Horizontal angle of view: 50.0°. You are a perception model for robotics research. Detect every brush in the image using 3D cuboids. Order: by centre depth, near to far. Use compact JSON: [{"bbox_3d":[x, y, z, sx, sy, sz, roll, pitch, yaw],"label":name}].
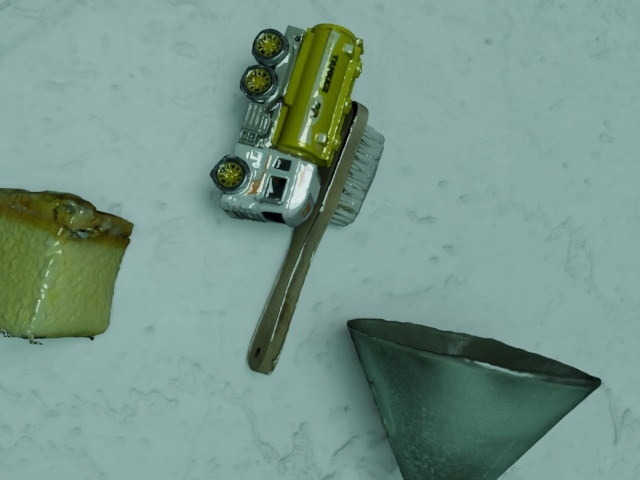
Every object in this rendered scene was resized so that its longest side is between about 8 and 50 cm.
[{"bbox_3d":[0.000,0.000,0.787,0.065,0.070,0.327,24,82,-26],"label":"brush"}]

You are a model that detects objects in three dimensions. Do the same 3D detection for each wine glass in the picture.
[{"bbox_3d":[0.111,0.300,0.716,0.267,0.267,0.405,14,88,-17],"label":"wine glass"}]

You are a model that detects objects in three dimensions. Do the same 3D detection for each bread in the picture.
[{"bbox_3d":[-0.281,0.022,0.695,0.152,0.127,0.147,14,85,17],"label":"bread"}]

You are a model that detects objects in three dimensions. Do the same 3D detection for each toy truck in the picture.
[{"bbox_3d":[-0.031,-0.126,0.741,0.114,0.098,0.226,15,83,7],"label":"toy truck"}]
